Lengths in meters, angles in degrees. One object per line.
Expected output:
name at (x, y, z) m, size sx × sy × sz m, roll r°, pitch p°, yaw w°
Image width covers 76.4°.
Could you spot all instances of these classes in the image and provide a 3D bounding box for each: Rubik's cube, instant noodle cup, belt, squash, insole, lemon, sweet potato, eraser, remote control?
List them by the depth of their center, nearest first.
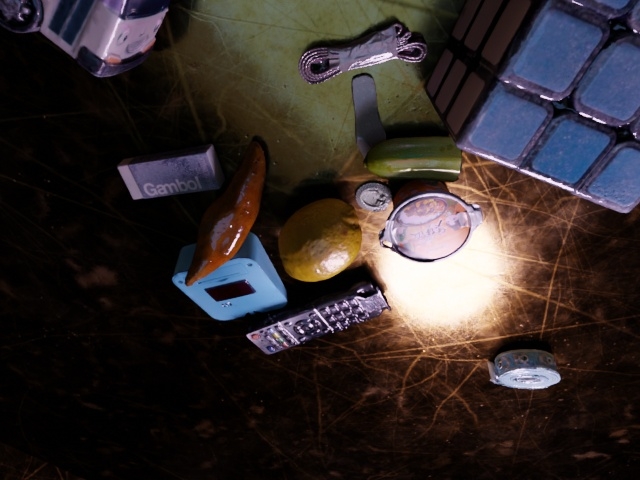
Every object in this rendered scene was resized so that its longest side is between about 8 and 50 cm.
Rubik's cube at (0.375, -0.272, 0.611) m, size 0.304 × 0.304 × 0.301 m, roll 18°, pitch 124°, yaw -7°
belt at (0.072, -0.339, 0.733) m, size 0.231 × 0.053 × 0.071 m, roll -9°, pitch 123°, yaw 10°
squash at (0.181, -0.165, 0.819) m, size 0.187 × 0.095 × 0.095 m, roll 0°, pitch 125°, yaw -1°
insole at (0.098, -0.238, 0.828) m, size 0.063 × 0.010 × 0.192 m, roll -8°, pitch 126°, yaw 10°
instant noodle cup at (0.227, -0.055, 0.879) m, size 0.208 × 0.126 × 0.178 m, roll -3°, pitch 124°, yaw 6°
eraser at (-0.327, -0.148, 0.897) m, size 0.212 × 0.046 × 0.092 m, roll -7°, pitch 125°, yaw 8°
sweet potato at (-0.205, -0.046, 0.910) m, size 0.112 × 0.112 × 0.359 m, roll 30°, pitch 96°, yaw -17°
lemon at (0.000, 0.000, 0.911) m, size 0.207 × 0.170 × 0.170 m, roll -29°, pitch 119°, yaw 18°
remote control at (-0.014, 0.206, 1.114) m, size 0.398 × 0.062 × 0.145 m, roll -22°, pitch 127°, yaw 16°
belt at (0.599, 0.372, 1.185) m, size 0.162 × 0.082 × 0.148 m, roll 19°, pitch 135°, yaw -13°

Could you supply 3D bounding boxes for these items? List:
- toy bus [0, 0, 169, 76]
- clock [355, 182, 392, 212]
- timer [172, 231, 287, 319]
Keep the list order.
toy bus at (-0.423, -0.476, 0.574) m, size 0.439 × 0.209 × 0.249 m, roll 38°, pitch 118°, yaw -19°
clock at (0.121, -0.098, 0.926) m, size 0.083 × 0.010 × 0.074 m, roll 16°, pitch 125°, yaw -7°
timer at (-0.229, 0.107, 1.073) m, size 0.231 × 0.092 × 0.250 m, roll -14°, pitch 135°, yaw 12°
